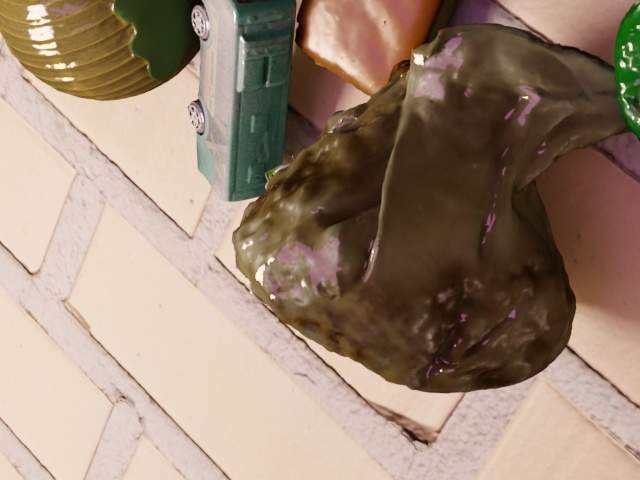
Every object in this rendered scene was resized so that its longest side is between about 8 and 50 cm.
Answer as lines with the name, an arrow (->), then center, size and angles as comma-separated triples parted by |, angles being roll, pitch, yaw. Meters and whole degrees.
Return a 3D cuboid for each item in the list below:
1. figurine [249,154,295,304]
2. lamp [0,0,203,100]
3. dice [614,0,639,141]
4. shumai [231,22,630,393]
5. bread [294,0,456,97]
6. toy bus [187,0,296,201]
figurine -> 0.000, 0.000, 1.387 | 0.192, 0.126, 0.147 | -30, 61, 26
lamp -> -0.244, -0.285, 1.409 | 0.250, 0.284, 0.250 | -17, 51, 22
dice -> 0.322, -0.143, 1.092 | 0.120, 0.131, 0.128 | -2, 100, 41
shumai -> 0.106, -0.055, 1.158 | 0.288, 0.329, 0.292 | -60, 39, 42
bread -> 0.090, -0.315, 1.261 | 0.138, 0.077, 0.361 | 30, 118, 17
toy bus -> -0.080, -0.167, 1.383 | 0.109, 0.091, 0.262 | 54, 150, 41
